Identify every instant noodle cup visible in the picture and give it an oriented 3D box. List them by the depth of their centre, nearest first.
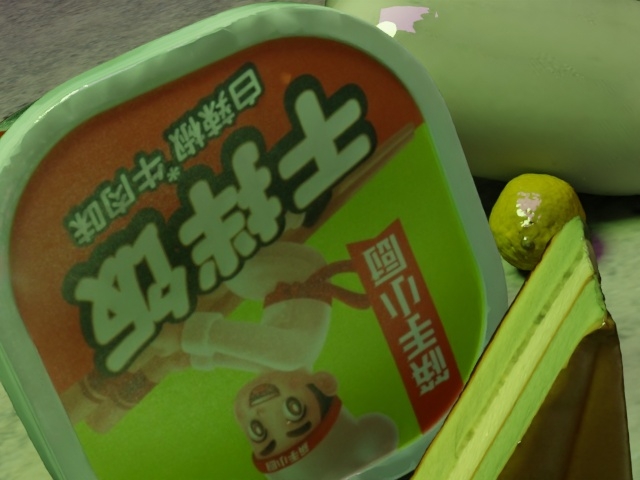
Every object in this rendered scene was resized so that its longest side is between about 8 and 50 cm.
[{"bbox_3d":[-0.083,0.003,0.840,0.294,0.294,0.308,-24,16,-16],"label":"instant noodle cup"}]

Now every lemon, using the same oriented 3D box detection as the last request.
[{"bbox_3d":[0.145,-0.013,0.939,0.065,0.065,0.092,-12,16,14],"label":"lemon"}]

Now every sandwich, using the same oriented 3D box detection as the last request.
[{"bbox_3d":[0.058,0.099,0.584,0.144,0.187,0.117,-8,22,7],"label":"sandwich"}]

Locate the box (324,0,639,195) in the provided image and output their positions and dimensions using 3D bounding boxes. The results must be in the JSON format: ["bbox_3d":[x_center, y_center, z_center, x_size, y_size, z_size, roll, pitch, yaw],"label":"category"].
[{"bbox_3d":[0.144,-0.151,1.079,0.288,0.141,0.349,10,24,-2],"label":"box"}]
